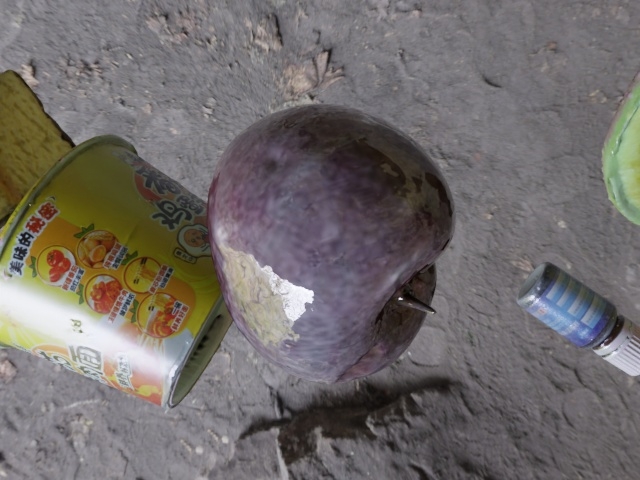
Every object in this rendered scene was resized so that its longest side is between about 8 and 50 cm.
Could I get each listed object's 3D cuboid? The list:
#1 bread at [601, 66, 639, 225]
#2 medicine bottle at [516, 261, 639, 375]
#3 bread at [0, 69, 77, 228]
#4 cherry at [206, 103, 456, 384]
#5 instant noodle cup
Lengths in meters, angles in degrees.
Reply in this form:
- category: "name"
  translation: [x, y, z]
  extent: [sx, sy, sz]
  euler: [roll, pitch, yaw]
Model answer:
- category: "bread"
  translation: [0.349, -0.124, 0.472]
  extent: [0.301, 0.045, 0.301]
  euler: [-13, 139, -11]
- category: "medicine bottle"
  translation: [0.399, 0.118, 0.937]
  extent: [0.203, 0.083, 0.084]
  euler: [33, 96, 5]
- category: "bread"
  translation: [-0.486, -0.107, 0.895]
  extent: [0.178, 0.141, 0.266]
  euler: [48, 49, -13]
- category: "cherry"
  translation: [-0.001, -0.004, 0.383]
  extent: [0.140, 0.176, 0.176]
  euler: [-31, 103, -33]
- category: "instant noodle cup"
  translation: [-0.195, 0.046, 0.676]
  extent: [0.200, 0.264, 0.265]
  euler: [29, 96, 4]
